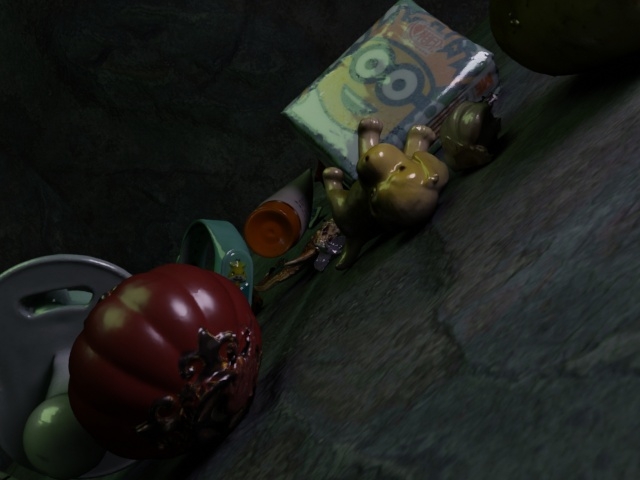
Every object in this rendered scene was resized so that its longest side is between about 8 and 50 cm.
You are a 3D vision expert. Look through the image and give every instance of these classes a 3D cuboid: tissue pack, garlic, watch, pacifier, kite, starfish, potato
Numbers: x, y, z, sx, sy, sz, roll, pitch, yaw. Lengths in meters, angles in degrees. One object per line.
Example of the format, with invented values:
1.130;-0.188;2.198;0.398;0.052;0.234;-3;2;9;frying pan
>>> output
0.118;-0.236;1.384;0.311;0.228;0.128;-43;-33;-2;tissue pack
0.190;-0.136;1.039;0.094;0.074;0.113;-58;-3;-26;garlic
-0.182;0.084;1.344;0.068;0.237;0.195;2;-1;-34;watch
-0.329;0.196;1.029;0.288;0.344;0.269;-12;23;-8;pacifier
-0.119;0.085;1.695;0.183;0.014;0.241;-49;11;-36;kite
0.001;0.002;1.401;0.247;0.050;0.138;-40;3;-35;starfish
0.296;-0.277;0.876;0.210;0.173;0.307;-47;10;-13;potato

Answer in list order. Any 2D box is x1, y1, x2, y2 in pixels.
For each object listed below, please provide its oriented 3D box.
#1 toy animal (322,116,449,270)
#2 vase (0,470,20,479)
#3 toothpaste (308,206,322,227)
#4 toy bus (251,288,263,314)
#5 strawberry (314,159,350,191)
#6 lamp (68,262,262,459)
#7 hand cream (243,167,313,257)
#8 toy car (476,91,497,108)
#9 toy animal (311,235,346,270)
0.079;-0.071;1.070;0.233;0.121;0.169;134;146;-60;toy animal
-0.377;0.360;0.993;0.165;0.165;0.360;-48;13;-35;vase
-0.029;-0.053;1.935;0.057;0.034;0.197;-60;10;-6;toothpaste
-0.179;0.143;1.457;0.162;0.069;0.074;-42;8;23;toy bus
0.082;-0.175;1.545;0.201;0.184;0.187;-10;13;17;strawberry
-0.164;0.138;0.902;0.227;0.227;0.227;-42;7;6;lamp
-0.052;-0.050;1.450;0.314;0.089;0.140;-38;-41;-75;hand cream
0.257;-0.210;1.291;0.041;0.025;0.093;-45;4;2;toy car
0.008;0.012;1.297;0.084;0.050;0.028;-45;-11;-32;toy animal
